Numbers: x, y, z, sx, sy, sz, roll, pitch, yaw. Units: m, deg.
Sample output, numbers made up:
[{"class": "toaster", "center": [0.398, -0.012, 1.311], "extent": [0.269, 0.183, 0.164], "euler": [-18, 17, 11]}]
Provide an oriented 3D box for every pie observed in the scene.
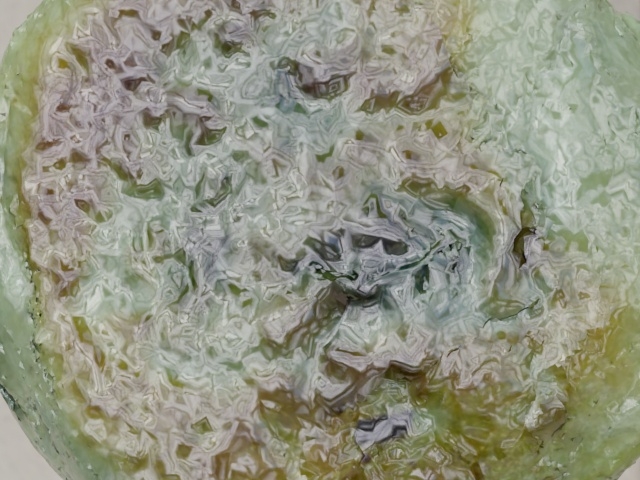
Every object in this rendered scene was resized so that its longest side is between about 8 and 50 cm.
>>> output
[{"class": "pie", "center": [0.000, 0.000, 0.467], "extent": [0.187, 0.041, 0.187], "euler": [0, 89, 13]}]
